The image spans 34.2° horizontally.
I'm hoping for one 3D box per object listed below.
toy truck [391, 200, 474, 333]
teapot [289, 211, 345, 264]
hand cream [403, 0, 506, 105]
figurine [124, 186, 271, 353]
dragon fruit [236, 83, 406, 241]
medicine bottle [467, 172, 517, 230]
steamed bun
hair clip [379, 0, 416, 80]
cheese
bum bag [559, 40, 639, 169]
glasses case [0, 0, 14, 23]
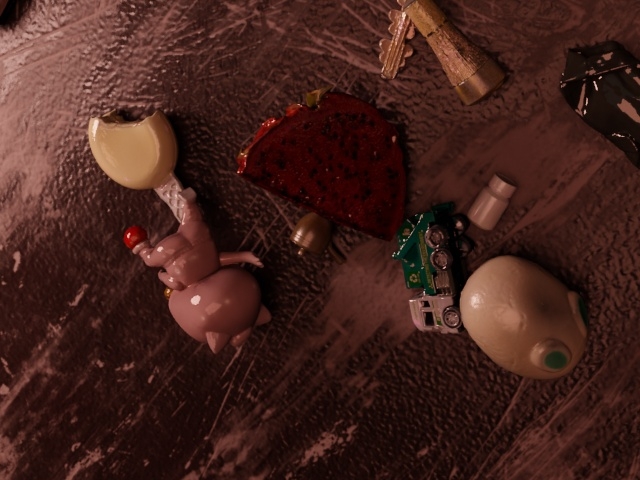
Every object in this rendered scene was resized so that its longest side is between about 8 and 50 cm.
[{"bbox_3d":[0.193,0.050,1.769,0.116,0.110,0.216,-6,101,32],"label":"toy truck"},{"bbox_3d":[0.000,0.000,1.850,0.110,0.085,0.080,28,94,-20],"label":"teapot"},{"bbox_3d":[0.206,-0.313,1.672,0.084,0.084,0.203,-39,99,21],"label":"hand cream"},{"bbox_3d":[-0.216,0.061,1.880,0.287,0.176,0.186,52,152,-4],"label":"figurine"},{"bbox_3d":[0.006,-0.150,1.766,0.317,0.152,0.205,25,89,-26],"label":"dragon fruit"},{"bbox_3d":[0.287,-0.064,1.737,0.052,0.052,0.089,33,110,8],"label":"medicine bottle"},{"bbox_3d":[0.342,0.125,1.688,0.228,0.177,0.131,45,156,-9],"label":"steamed bun"},{"bbox_3d":[0.141,-0.371,1.719,0.062,0.056,0.214,17,116,-3],"label":"hair clip"},{"bbox_3d":[-0.323,-0.129,1.910,0.163,0.071,0.249,-17,97,20],"label":"cheese"},{"bbox_3d":[0.512,-0.191,1.627,0.326,0.080,0.142,44,118,1],"label":"bum bag"},{"bbox_3d":[-0.589,-0.520,1.903,0.122,0.075,0.314,39,111,9],"label":"glasses case"}]
